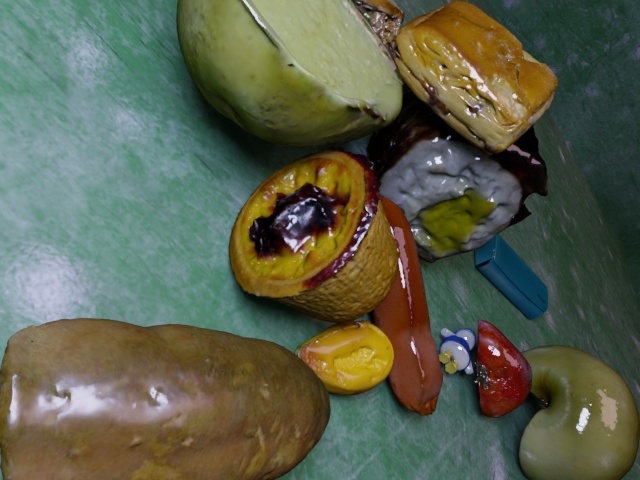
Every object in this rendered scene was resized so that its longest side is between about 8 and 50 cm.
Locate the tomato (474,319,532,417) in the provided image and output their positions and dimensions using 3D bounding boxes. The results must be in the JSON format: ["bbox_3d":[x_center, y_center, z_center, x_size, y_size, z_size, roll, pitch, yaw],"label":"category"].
[{"bbox_3d":[0.364,0.253,0.940,0.173,0.099,0.189,8,81,-62],"label":"tomato"}]

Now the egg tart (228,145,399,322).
[{"bbox_3d":[0.000,0.000,0.606,0.171,0.215,0.215,46,40,-45],"label":"egg tart"}]

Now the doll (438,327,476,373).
[{"bbox_3d":[0.268,0.206,0.920,0.099,0.057,0.143,58,35,4],"label":"doll"}]

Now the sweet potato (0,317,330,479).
[{"bbox_3d":[-0.096,0.156,0.438,0.369,0.158,0.158,14,61,-45],"label":"sweet potato"}]

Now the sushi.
[{"bbox_3d":[0.245,-0.156,0.886,0.281,0.299,0.294,42,42,-27],"label":"sushi"}]

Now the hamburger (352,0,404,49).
[{"bbox_3d":[0.050,-0.454,0.922,0.286,0.146,0.243,37,30,-13],"label":"hamburger"}]

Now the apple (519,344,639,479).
[{"bbox_3d":[0.548,0.375,1.019,0.258,0.233,0.295,37,47,-27],"label":"apple"}]

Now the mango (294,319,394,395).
[{"bbox_3d":[0.035,0.163,0.661,0.187,0.066,0.101,5,76,-43],"label":"mango"}]

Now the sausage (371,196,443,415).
[{"bbox_3d":[0.126,0.104,0.773,0.097,0.094,0.348,3,75,-55],"label":"sausage"}]

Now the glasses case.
[{"bbox_3d":[0.510,0.091,1.262,0.301,0.070,0.117,38,46,-33],"label":"glasses case"}]

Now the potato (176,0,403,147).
[{"bbox_3d":[-0.076,-0.223,0.584,0.330,0.212,0.280,47,35,-18],"label":"potato"}]

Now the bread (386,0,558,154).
[{"bbox_3d":[0.229,-0.253,0.703,0.235,0.099,0.210,42,51,9],"label":"bread"}]
